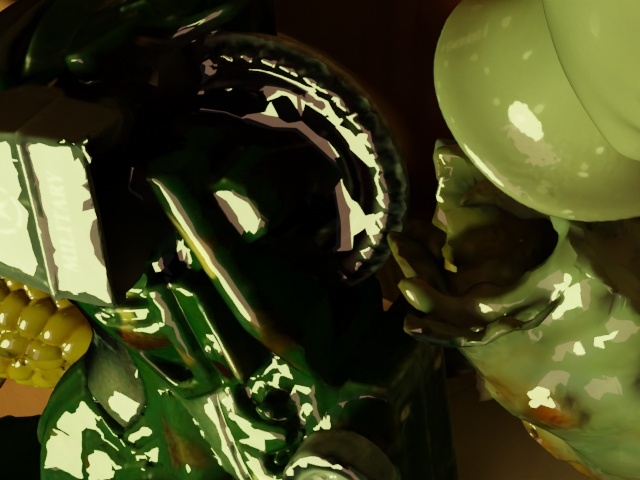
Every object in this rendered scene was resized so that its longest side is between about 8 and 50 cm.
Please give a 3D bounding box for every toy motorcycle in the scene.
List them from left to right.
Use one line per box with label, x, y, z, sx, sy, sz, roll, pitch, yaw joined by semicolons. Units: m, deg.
toy motorcycle;-0.047;0.043;0.588;0.187;0.125;0.275;9;126;23

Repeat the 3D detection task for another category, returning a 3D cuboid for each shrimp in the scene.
shrimp;0.167;0.060;0.502;0.287;0.068;0.185;18;164;25

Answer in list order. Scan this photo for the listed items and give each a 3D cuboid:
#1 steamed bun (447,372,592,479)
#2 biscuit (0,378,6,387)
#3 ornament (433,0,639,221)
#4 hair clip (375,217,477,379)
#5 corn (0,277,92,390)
steamed bun;0.054;0.121;0.717;0.228;0.131;0.177;2;146;49
biscuit;-0.290;-0.013;0.983;0.314;0.063;0.367;33;160;-7
ornament;0.072;-0.051;0.388;0.074;0.081;0.156;17;163;-6
hair clip;0.000;0.000;0.640;0.173;0.046;0.072;24;154;25
corn;-0.200;-0.032;0.764;0.313;0.102;0.102;34;159;-3
